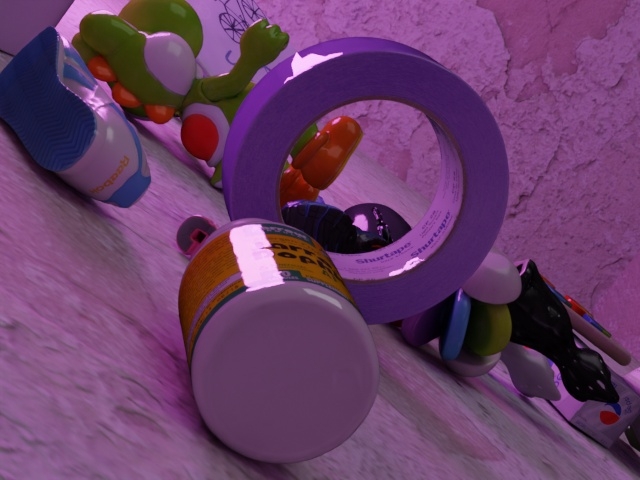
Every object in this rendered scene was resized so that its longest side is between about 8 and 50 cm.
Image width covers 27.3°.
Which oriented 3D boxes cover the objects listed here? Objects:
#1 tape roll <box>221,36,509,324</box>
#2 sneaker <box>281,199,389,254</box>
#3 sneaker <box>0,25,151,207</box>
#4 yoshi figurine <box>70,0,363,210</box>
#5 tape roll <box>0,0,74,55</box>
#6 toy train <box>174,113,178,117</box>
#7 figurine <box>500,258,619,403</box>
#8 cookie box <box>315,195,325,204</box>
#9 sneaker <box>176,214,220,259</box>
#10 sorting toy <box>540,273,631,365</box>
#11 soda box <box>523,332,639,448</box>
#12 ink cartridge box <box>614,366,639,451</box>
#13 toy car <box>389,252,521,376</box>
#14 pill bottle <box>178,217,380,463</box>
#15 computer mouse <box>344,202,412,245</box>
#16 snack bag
[{"bbox_3d":[0.043,-0.059,1.305,0.275,0.275,0.090,35,8,-18],"label":"tape roll"},{"bbox_3d":[0.000,0.000,1.565,0.087,0.083,0.221,27,-4,28],"label":"sneaker"},{"bbox_3d":[-0.219,-0.107,1.158,0.092,0.087,0.229,40,11,-42],"label":"sneaker"},{"bbox_3d":[-0.128,-0.195,1.652,0.362,0.203,0.203,32,6,-10],"label":"yoshi figurine"},{"bbox_3d":[-0.411,-0.327,1.475,0.286,0.100,0.286,36,8,-6],"label":"tape roll"},{"bbox_3d":[-0.202,-0.196,1.878,0.158,0.036,0.027,38,8,0],"label":"toy train"},{"bbox_3d":[0.266,0.134,1.709,0.209,0.092,0.215,47,-19,-11],"label":"figurine"},{"bbox_3d":[-0.045,-0.064,1.801,0.107,0.040,0.092,36,8,-15],"label":"cookie box"},{"bbox_3d":[-0.074,0.023,1.185,0.119,0.047,0.057,41,-3,14],"label":"sneaker"},{"bbox_3d":[0.384,0.105,2.078,0.193,0.038,0.208,36,5,-20],"label":"sorting toy"},{"bbox_3d":[0.363,0.188,1.981,0.098,0.091,0.286,35,8,-30],"label":"soda box"},{"bbox_3d":[0.501,0.263,1.971,0.171,0.056,0.235,63,-4,-13],"label":"ink cartridge box"},{"bbox_3d":[0.141,0.074,1.559,0.136,0.159,0.182,-14,43,-34],"label":"toy car"},{"bbox_3d":[-0.035,0.054,0.886,0.117,0.117,0.208,35,8,-17],"label":"pill bottle"},{"bbox_3d":[0.117,-0.011,1.809,0.184,0.060,0.262,-2,14,-5],"label":"computer mouse"},{"bbox_3d":[-0.130,-0.287,1.998,0.342,0.037,0.323,51,27,-8],"label":"snack bag"}]
